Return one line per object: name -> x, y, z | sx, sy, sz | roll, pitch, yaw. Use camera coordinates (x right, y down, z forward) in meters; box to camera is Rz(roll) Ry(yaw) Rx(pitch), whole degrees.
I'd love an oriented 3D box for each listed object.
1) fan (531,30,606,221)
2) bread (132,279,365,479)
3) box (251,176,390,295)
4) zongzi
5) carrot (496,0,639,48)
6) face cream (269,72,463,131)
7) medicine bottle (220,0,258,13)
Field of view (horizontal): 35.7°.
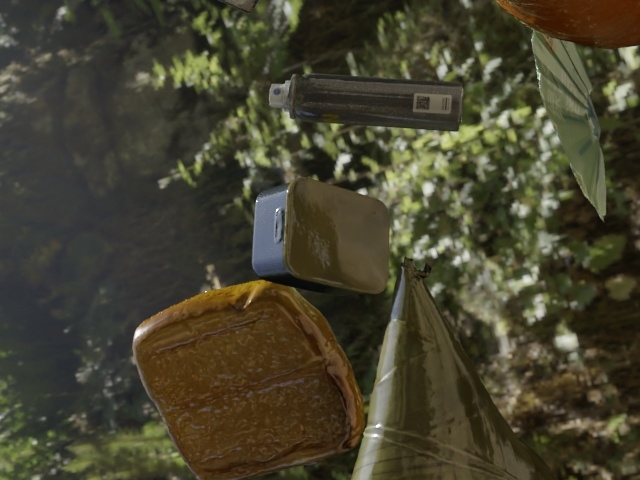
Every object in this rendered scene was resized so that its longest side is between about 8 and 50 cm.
fan -> 0.230, -0.129, 0.910 | 0.131, 0.009, 0.240 | 27, -130, -43
bread -> -0.114, 0.218, 1.618 | 0.328, 0.337, 0.148 | 63, -160, -15
box -> 0.000, 0.000, 1.421 | 0.201, 0.090, 0.145 | 13, -106, -41
zongzi -> 0.226, 0.251, 1.355 | 0.447, 0.181, 0.418 | 10, -94, -45
carrot -> 0.185, -0.206, 0.672 | 0.225, 0.159, 0.159 | 17, -121, -54
face cream -> 0.067, -0.205, 1.461 | 0.073, 0.283, 0.073 | 5, -90, -84
medicine bottle -> -0.026, -0.239, 0.596 | 0.057, 0.057, 0.199 | 4, -64, -63
